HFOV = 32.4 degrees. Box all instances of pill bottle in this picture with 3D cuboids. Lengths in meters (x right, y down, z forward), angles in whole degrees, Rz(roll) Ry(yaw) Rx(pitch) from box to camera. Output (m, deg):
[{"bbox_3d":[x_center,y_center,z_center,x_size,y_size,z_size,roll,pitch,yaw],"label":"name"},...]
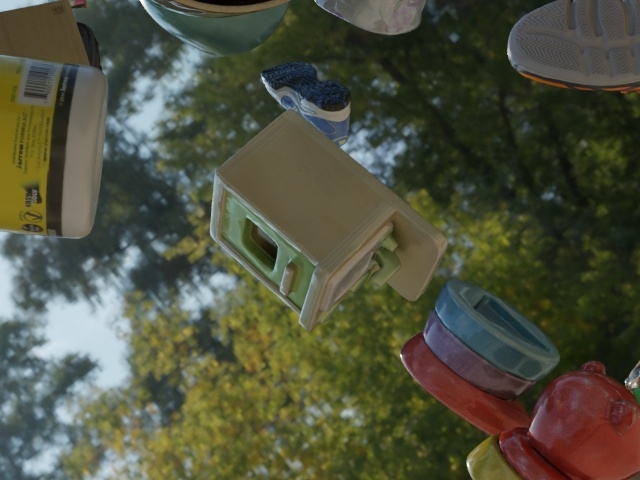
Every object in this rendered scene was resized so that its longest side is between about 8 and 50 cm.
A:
[{"bbox_3d":[-0.400,-0.109,1.158,0.333,0.188,0.188,6,-29,-8],"label":"pill bottle"}]

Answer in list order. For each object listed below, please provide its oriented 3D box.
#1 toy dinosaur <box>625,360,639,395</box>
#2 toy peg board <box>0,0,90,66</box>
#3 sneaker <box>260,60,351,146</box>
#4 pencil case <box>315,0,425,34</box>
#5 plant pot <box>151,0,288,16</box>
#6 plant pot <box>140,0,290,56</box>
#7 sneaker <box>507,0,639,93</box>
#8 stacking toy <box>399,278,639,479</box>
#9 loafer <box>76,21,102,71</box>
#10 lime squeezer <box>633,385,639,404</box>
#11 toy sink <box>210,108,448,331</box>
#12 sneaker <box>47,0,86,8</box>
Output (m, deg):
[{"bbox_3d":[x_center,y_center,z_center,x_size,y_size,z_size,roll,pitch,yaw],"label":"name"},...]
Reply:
[{"bbox_3d":[0.501,0.164,1.170,0.321,0.218,0.164,-5,28,45],"label":"toy dinosaur"},{"bbox_3d":[-0.400,-0.230,1.498,0.160,0.161,0.079,-15,-28,-14],"label":"toy peg board"},{"bbox_3d":[-0.024,-0.200,1.600,0.080,0.211,0.081,-21,-55,-18],"label":"sneaker"},{"bbox_3d":[0.083,-0.335,1.061,0.124,0.113,0.273,-34,-31,-50],"label":"pencil case"},{"bbox_3d":[-0.104,-0.294,0.977,0.237,0.237,0.254,-37,8,-12],"label":"plant pot"},{"bbox_3d":[-0.233,-0.528,2.176,0.293,0.293,0.235,-45,-15,16],"label":"plant pot"},{"bbox_3d":[0.371,-0.178,1.238,0.180,0.321,0.125,77,-162,-60],"label":"sneaker"},{"bbox_3d":[0.237,0.154,1.016,0.279,0.309,0.130,25,-74,-29],"label":"stacking toy"},{"bbox_3d":[-0.392,-0.185,1.692,0.109,0.303,0.095,0,-20,14],"label":"loafer"},{"bbox_3d":[0.380,0.055,0.823,0.310,0.059,0.110,-28,-5,-28],"label":"lime squeezer"},{"bbox_3d":[0.000,0.000,1.220,0.131,0.234,0.153,-44,-13,-25],"label":"toy sink"},{"bbox_3d":[-0.419,-0.414,1.720,0.072,0.178,0.077,-14,-61,-46],"label":"sneaker"}]
